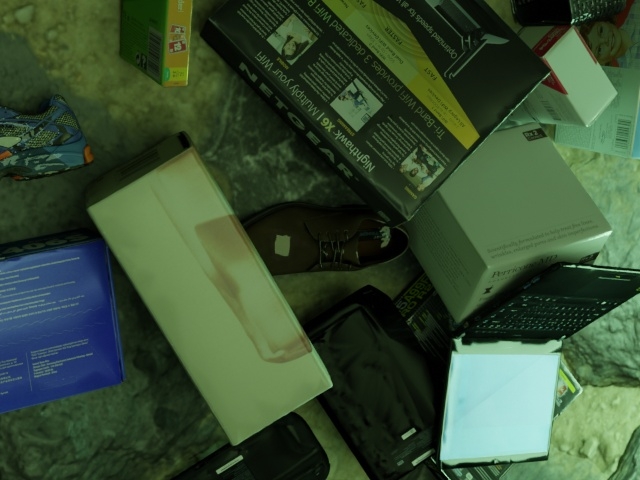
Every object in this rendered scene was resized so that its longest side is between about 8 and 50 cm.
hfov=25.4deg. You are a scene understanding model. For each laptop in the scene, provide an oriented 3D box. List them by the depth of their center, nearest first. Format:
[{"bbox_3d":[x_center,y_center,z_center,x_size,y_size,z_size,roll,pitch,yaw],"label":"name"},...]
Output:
[{"bbox_3d":[0.272,0.149,1.666,0.234,0.264,0.137,5,56,-47],"label":"laptop"}]

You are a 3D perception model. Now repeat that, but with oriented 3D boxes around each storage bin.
[{"bbox_3d":[0.285,-0.349,1.685,0.084,0.122,0.180,-20,109,-23],"label":"storage bin"}]

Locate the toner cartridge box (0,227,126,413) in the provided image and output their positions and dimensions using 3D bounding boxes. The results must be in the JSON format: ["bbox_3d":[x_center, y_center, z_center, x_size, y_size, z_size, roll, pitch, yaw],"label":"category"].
[{"bbox_3d":[-0.383,0.101,1.453,0.347,0.075,0.165,-12,104,-26],"label":"toner cartridge box"}]

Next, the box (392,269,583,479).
[{"bbox_3d":[0.180,0.168,1.770,0.216,0.060,0.270,-46,117,-13],"label":"box"}]

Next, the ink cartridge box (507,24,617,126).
[{"bbox_3d":[0.261,-0.197,1.689,0.063,0.150,0.109,-47,117,-16],"label":"ink cartridge box"}]

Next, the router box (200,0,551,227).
[{"bbox_3d":[0.061,-0.207,1.561,0.309,0.081,0.243,46,77,-4],"label":"router box"}]

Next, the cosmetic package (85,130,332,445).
[{"bbox_3d":[-0.120,0.046,1.502,0.129,0.153,0.296,-30,106,-3],"label":"cosmetic package"}]

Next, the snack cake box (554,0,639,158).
[{"bbox_3d":[0.382,-0.237,1.743,0.089,0.152,0.264,2,100,-28],"label":"snack cake box"}]

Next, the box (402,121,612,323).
[{"bbox_3d":[0.208,-0.023,1.663,0.181,0.182,0.119,-15,147,-24],"label":"box"}]

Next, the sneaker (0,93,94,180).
[{"bbox_3d":[-0.345,-0.096,1.442,0.221,0.083,0.087,-13,93,-30],"label":"sneaker"}]

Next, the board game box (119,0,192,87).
[{"bbox_3d":[-0.163,-0.297,1.434,0.039,0.124,0.259,-8,115,-27],"label":"board game box"}]

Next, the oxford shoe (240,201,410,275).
[{"bbox_3d":[0.000,0.000,1.623,0.227,0.096,0.083,-10,106,-24],"label":"oxford shoe"}]

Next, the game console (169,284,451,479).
[{"bbox_3d":[-0.029,0.228,1.645,0.361,0.044,0.213,-32,100,-3],"label":"game console"}]
